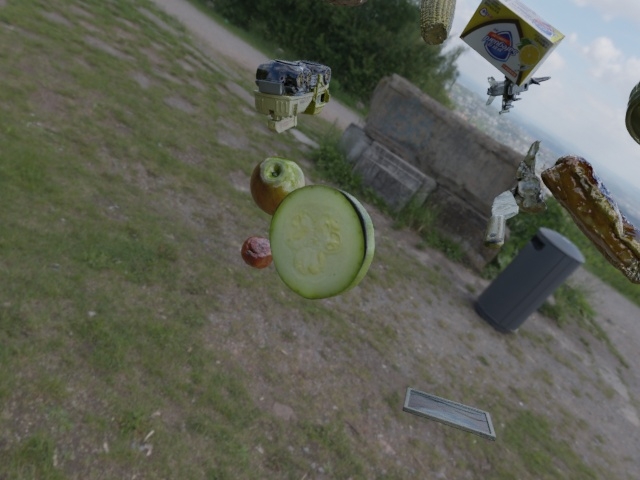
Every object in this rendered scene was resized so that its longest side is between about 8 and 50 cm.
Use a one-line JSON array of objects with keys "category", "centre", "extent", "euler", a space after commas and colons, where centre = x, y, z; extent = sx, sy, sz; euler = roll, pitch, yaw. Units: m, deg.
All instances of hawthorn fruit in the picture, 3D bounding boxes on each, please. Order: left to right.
[{"category": "hawthorn fruit", "centre": [-0.305, 0.063, 2.264], "extent": [0.173, 0.174, 0.179], "euler": [26, 18, -17]}]

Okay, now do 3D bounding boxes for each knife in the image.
[{"category": "knife", "centre": [0.289, -0.040, 0.741], "extent": [0.017, 0.047, 0.298], "euler": [67, 27, -8]}]

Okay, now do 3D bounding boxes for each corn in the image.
[{"category": "corn", "centre": [0.430, -0.851, 1.698], "extent": [0.131, 0.131, 0.345], "euler": [25, 58, -19]}]

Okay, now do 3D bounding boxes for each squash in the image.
[{"category": "squash", "centre": [0.000, 0.000, 1.022], "extent": [0.252, 0.252, 0.048], "euler": [45, 23, 24]}]

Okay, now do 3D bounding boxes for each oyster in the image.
[{"category": "oyster", "centre": [0.600, -0.172, 1.338], "extent": [0.161, 0.107, 0.233], "euler": [43, 53, -33]}]

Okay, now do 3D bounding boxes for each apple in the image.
[{"category": "apple", "centre": [-0.140, -0.184, 1.559], "extent": [0.195, 0.196, 0.196], "euler": [27, 25, -14]}]

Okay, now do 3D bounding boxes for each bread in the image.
[{"category": "bread", "centre": [0.710, -0.051, 1.170], "extent": [0.380, 0.109, 0.185], "euler": [52, 17, 4]}]

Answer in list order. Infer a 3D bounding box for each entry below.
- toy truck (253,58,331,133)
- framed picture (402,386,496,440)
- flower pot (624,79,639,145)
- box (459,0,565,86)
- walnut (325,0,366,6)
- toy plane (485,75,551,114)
[{"category": "toy truck", "centre": [-0.105, -0.573, 1.832], "extent": [0.180, 0.254, 0.405], "euler": [17, 28, 17]}, {"category": "framed picture", "centre": [0.359, 0.485, 1.326], "extent": [0.249, 0.016, 0.184], "euler": [14, 3, 14]}, {"category": "flower pot", "centre": [0.911, -0.344, 1.089], "extent": [0.307, 0.244, 0.307], "euler": [35, -10, 7]}, {"category": "box", "centre": [0.594, -0.637, 1.467], "extent": [0.265, 0.168, 0.097], "euler": [47, 52, 11]}, {"category": "walnut", "centre": [0.080, -0.798, 1.304], "extent": [0.273, 0.274, 0.227], "euler": [14, -7, -37]}, {"category": "toy plane", "centre": [0.717, -0.557, 1.678], "extent": [0.261, 0.192, 0.088], "euler": [-10, 34, -1]}]
